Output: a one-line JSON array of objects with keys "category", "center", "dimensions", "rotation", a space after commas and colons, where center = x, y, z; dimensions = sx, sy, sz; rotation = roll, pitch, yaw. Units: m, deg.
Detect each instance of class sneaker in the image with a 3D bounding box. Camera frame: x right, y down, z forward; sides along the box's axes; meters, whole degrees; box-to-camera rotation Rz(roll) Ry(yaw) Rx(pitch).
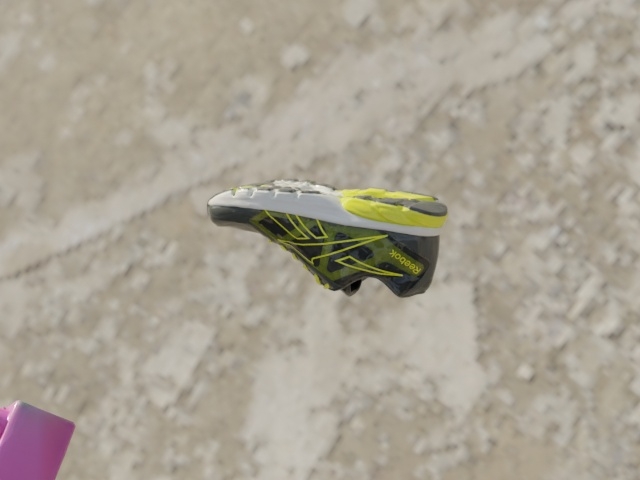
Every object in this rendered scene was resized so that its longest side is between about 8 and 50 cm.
[{"category": "sneaker", "center": [0.000, 0.000, 0.639], "dimensions": [0.083, 0.031, 0.035], "rotation": [7, 100, 25]}]

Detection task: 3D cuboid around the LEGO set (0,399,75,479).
[{"category": "LEGO set", "center": [-0.135, 0.124, 0.341], "dimensions": [0.087, 0.093, 0.227], "rotation": [-34, 34, 66]}]
